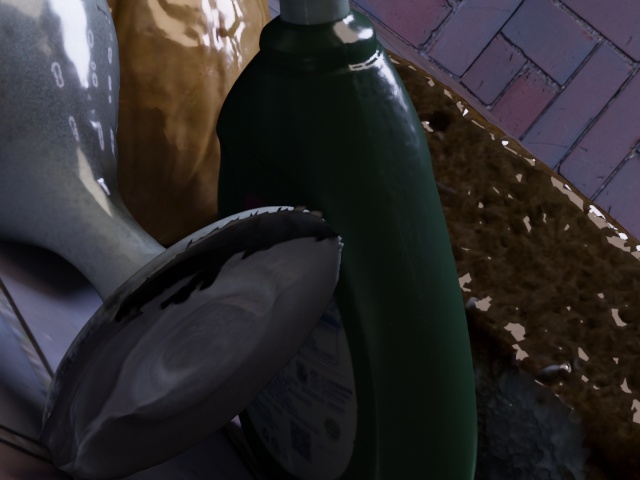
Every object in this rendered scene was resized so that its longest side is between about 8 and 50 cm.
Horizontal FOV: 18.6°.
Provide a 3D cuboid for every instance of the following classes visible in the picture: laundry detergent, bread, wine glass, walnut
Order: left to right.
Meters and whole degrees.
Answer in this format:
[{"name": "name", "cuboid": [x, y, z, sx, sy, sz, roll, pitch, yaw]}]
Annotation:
[{"name": "wine glass", "cuboid": [-0.109, -0.039, 0.663, 0.241, 0.126, 0.126, 47, 12, 26]}, {"name": "walnut", "cuboid": [-0.089, -0.079, 0.814, 0.144, 0.144, 0.180, 28, 55, -50]}, {"name": "laundry detergent", "cuboid": [0.000, 0.000, 0.704, 0.137, 0.063, 0.211, 38, -38, 52]}, {"name": "bread", "cuboid": [0.126, 0.088, 0.846, 0.416, 0.113, 0.165, 41, -25, 22]}]
